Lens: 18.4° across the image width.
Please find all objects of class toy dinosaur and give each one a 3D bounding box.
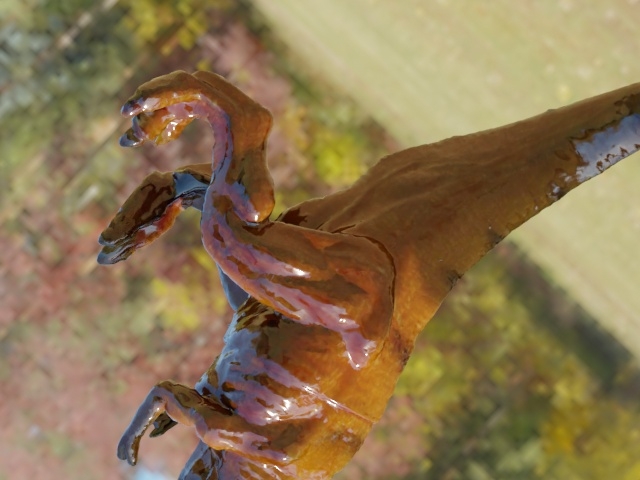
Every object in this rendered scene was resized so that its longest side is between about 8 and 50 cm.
[{"bbox_3d":[0.000,0.000,0.932,0.208,0.432,0.097,41,-175,9],"label":"toy dinosaur"}]
